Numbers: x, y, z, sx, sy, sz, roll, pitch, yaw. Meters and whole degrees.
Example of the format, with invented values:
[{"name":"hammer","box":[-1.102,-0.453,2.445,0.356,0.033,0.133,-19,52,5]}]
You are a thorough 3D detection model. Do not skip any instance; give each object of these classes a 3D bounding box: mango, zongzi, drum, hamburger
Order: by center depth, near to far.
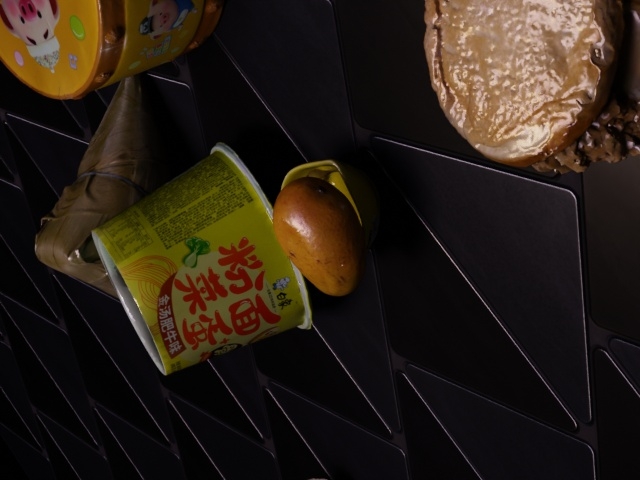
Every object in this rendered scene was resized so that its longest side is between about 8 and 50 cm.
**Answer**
[{"name":"hamburger","box":[0.220,-0.191,1.143,0.286,0.146,0.243,49,140,27]},{"name":"mango","box":[0.004,-0.003,1.490,0.115,0.089,0.165,-18,107,49]},{"name":"drum","box":[-0.336,-0.419,1.637,0.431,0.214,0.431,33,138,36]},{"name":"zongzi","box":[-0.268,-0.072,1.925,0.160,0.360,0.323,3,159,34]}]

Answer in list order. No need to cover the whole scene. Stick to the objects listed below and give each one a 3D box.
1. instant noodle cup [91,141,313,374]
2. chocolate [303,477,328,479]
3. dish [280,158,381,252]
[{"name":"instant noodle cup","box":[-0.175,0.043,1.705,0.311,0.221,0.311,58,166,24]},{"name":"chocolate","box":[-0.010,0.501,1.978,0.221,0.221,0.147,55,168,7]},{"name":"dish","box":[0.025,-0.039,1.577,0.149,0.080,0.207,39,141,22]}]
